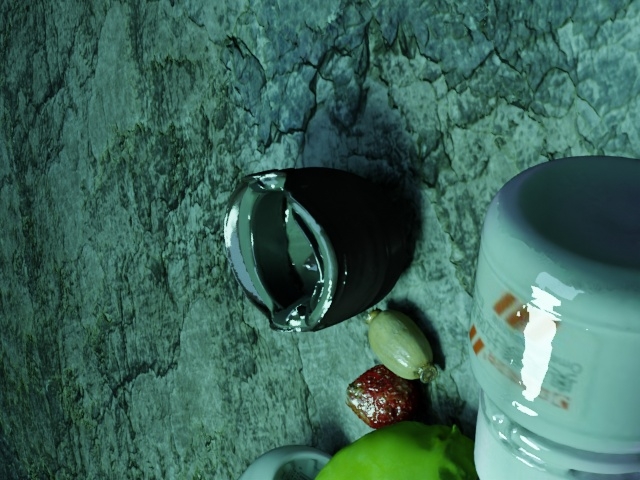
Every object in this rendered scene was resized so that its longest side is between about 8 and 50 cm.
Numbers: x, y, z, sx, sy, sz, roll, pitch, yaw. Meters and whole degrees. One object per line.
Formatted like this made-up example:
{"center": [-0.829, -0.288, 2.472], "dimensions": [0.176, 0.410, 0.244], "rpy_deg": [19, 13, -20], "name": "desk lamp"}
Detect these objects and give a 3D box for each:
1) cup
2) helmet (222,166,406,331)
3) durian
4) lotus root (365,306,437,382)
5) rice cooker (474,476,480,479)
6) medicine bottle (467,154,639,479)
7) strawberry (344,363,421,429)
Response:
{"center": [-0.072, 0.457, 1.795], "dimensions": [0.212, 0.212, 0.317], "rpy_deg": [64, 143, 25], "name": "cup"}
{"center": [0.000, 0.000, 1.607], "dimensions": [0.305, 0.177, 0.225], "rpy_deg": [15, 119, 62], "name": "helmet"}
{"center": [0.089, 0.378, 1.524], "dimensions": [0.256, 0.204, 0.339], "rpy_deg": [23, 94, 36], "name": "durian"}
{"center": [0.105, 0.138, 1.578], "dimensions": [0.150, 0.062, 0.073], "rpy_deg": [45, 133, 41], "name": "lotus root"}
{"center": [0.240, 0.394, 1.296], "dimensions": [0.226, 0.226, 0.244], "rpy_deg": [23, 115, 53], "name": "rice cooker"}
{"center": [0.270, 0.106, 1.133], "dimensions": [0.256, 0.256, 0.325], "rpy_deg": [44, 141, 44], "name": "medicine bottle"}
{"center": [0.085, 0.218, 1.601], "dimensions": [0.106, 0.106, 0.106], "rpy_deg": [19, 113, 55], "name": "strawberry"}
